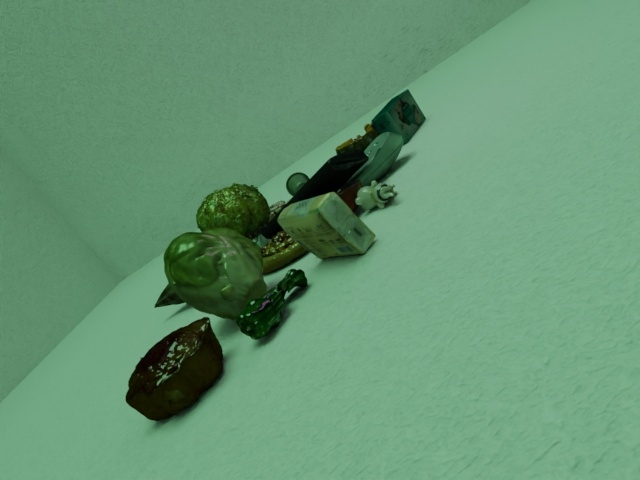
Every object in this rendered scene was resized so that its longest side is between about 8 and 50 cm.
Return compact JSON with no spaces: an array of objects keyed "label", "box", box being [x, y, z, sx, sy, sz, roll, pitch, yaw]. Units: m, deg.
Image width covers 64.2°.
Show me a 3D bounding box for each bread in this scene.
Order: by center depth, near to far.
[{"label":"bread","box":[-0.344,0.305,1.189,0.246,0.135,0.232,-33,16,9]}]

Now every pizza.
[{"label":"pizza","box":[-0.118,0.010,1.684,0.289,0.081,0.229,-24,19,43]}]

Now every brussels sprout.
[{"label":"brussels sprout","box":[-0.280,0.089,1.441,0.243,0.316,0.274,-63,-6,1]}]

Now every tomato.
[{"label":"tomato","box":[0.054,-0.107,1.635,0.224,0.085,0.225,-34,4,3]}]

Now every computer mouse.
[{"label":"computer mouse","box":[0.189,-0.262,1.805,0.289,0.097,0.159,-53,20,-8]}]

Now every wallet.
[{"label":"wallet","box":[-0.022,-0.150,1.734,0.406,0.062,0.228,-43,-10,37]}]

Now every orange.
[{"label":"orange","box":[-0.365,-0.115,2.074,0.301,0.224,0.300,-22,6,-37]}]

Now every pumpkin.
[{"label":"pumpkin","box":[0.174,-0.378,2.109,0.190,0.139,0.281,-29,15,23]}]

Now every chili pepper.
[{"label":"chili pepper","box":[-0.117,0.153,1.262,0.099,0.084,0.253,-22,16,38]}]

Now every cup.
[{"label":"cup","box":[-0.089,-0.247,2.352,0.120,0.120,0.141,-37,26,-4]}]

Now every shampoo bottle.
[{"label":"shampoo bottle","box":[-0.178,-0.034,2.004,0.108,0.051,0.220,-39,15,-28]},{"label":"shampoo bottle","box":[-0.266,0.018,2.012,0.065,0.065,0.204,-44,17,-27]}]

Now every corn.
[{"label":"corn","box":[-0.266,-0.083,2.289,0.280,0.092,0.092,-31,15,-1]}]

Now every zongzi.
[{"label":"zongzi","box":[-0.498,0.149,2.006,0.299,0.138,0.286,-29,14,31]}]

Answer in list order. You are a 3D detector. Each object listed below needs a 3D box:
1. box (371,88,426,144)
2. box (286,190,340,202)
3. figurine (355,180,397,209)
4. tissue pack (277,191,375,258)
[{"label":"box","box":[0.325,-0.497,2.099,0.092,0.153,0.245,-22,22,42]},{"label":"box","box":[-0.032,-0.171,2.051,0.164,0.069,0.256,-37,14,-9]},{"label":"figurine","box":[0.178,-0.147,1.503,0.146,0.081,0.098,-18,23,49]},{"label":"tissue pack","box":[0.011,-0.032,1.335,0.222,0.186,0.090,-9,43,58]}]
